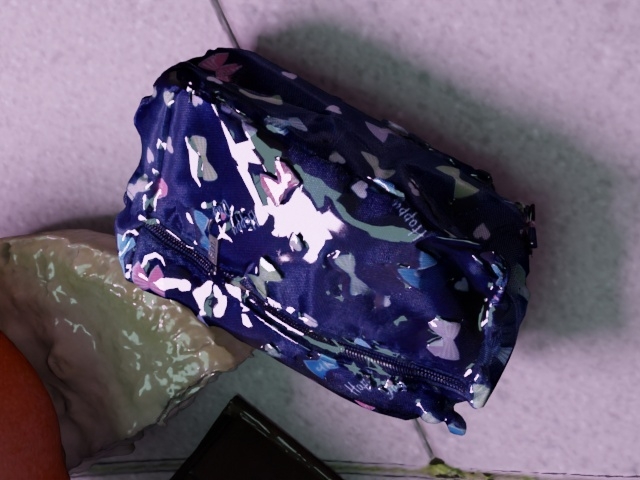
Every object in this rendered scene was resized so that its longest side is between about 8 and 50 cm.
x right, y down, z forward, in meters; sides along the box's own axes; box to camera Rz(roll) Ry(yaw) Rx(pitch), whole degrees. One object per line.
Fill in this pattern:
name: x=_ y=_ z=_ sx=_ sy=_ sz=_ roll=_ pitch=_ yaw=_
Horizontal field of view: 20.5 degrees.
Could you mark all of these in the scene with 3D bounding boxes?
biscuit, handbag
biscuit: x=-0.187 y=0.082 z=1.191 sx=0.179 sy=0.084 sz=0.281 roll=49 pitch=128 yaw=-4
handbag: x=0.000 y=0.000 z=1.030 sx=0.260 sy=0.113 sz=0.162 roll=27 pitch=119 yaw=14

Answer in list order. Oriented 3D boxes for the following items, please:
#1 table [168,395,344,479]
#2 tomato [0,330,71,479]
table: x=-0.067 y=0.248 z=1.150 sx=0.169 sy=0.193 sz=0.172 roll=38 pitch=127 yaw=4
tomato: x=-0.278 y=0.155 z=1.100 sx=0.256 sy=0.224 sz=0.255 roll=20 pitch=121 yaw=36
